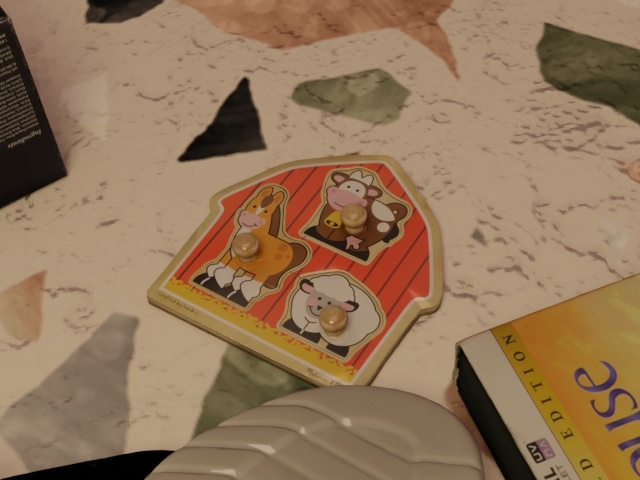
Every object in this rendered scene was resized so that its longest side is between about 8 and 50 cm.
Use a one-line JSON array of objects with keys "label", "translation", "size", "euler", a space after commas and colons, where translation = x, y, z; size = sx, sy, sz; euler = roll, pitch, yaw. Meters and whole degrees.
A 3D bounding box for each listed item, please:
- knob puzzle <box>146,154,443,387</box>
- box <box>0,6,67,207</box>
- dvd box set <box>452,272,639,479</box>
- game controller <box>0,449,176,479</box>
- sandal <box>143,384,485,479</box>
[{"label": "knob puzzle", "translation": [0.000, 0.000, 0.697], "size": [0.213, 0.030, 0.213], "euler": [-3, 51, 3]}, {"label": "box", "translation": [-0.281, -0.125, 0.739], "size": [0.093, 0.158, 0.156], "euler": [-31, 55, -19]}, {"label": "dvd box set", "translation": [0.329, 0.115, 0.555], "size": [0.420, 0.062, 0.307], "euler": [-18, 52, -9]}, {"label": "game controller", "translation": [-0.101, 0.254, 0.483], "size": [0.166, 0.067, 0.319], "euler": [-15, 53, -6]}, {"label": "sandal", "translation": [-0.044, 0.205, 0.445], "size": [0.169, 0.102, 0.416], "euler": [15, 31, 19]}]
